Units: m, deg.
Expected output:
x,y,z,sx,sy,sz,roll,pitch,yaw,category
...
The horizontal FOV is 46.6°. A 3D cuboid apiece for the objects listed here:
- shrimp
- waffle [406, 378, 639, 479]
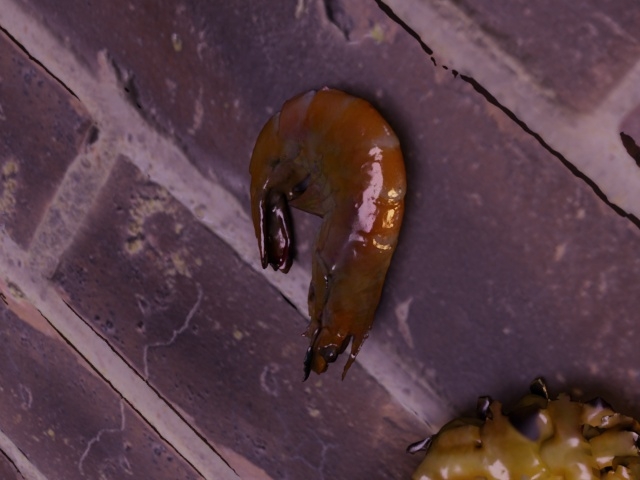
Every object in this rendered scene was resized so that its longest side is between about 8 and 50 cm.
x,y,z,sx,sy,sz,roll,pitch,yaw,category
0.000,0.000,0.605,0.150,0.068,0.249,14,109,37,shrimp
0.158,0.308,0.504,0.380,0.095,0.382,-53,51,7,waffle
